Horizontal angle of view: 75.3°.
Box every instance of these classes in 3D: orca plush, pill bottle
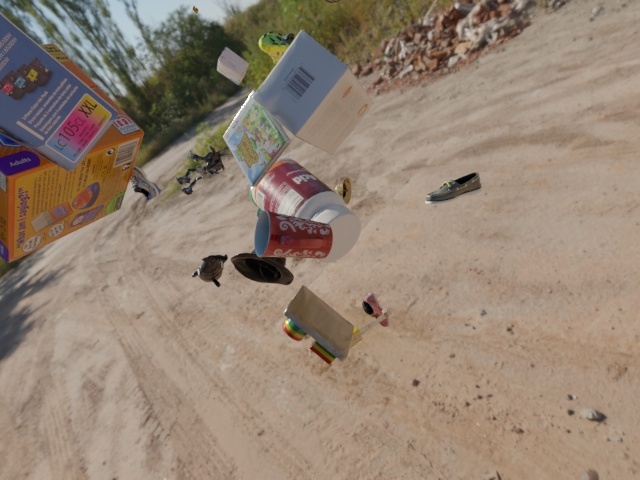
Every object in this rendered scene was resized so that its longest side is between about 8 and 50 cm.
[{"bbox_3d":[-0.391,0.122,1.578,0.151,0.102,0.287,-30,-5,-34],"label":"orca plush"},{"bbox_3d":[-0.052,-0.110,1.444,0.224,0.224,0.392,-41,52,-8],"label":"pill bottle"}]

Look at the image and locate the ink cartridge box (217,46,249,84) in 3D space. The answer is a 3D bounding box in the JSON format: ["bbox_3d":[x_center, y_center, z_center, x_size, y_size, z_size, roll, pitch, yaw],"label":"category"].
[{"bbox_3d":[-0.292,-0.577,1.380,0.052,0.089,0.122,-59,17,-2],"label":"ink cartridge box"}]

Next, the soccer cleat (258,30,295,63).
[{"bbox_3d":[-0.156,-0.719,1.576,0.121,0.093,0.289,-51,0,32],"label":"soccer cleat"}]

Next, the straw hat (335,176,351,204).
[{"bbox_3d":[0.111,-0.262,2.169,0.061,0.144,0.144,5,44,23],"label":"straw hat"}]

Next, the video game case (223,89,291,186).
[{"bbox_3d":[-0.195,-0.301,1.230,0.023,0.212,0.193,-7,-31,-51],"label":"video game case"}]

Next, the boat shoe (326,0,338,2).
[{"bbox_3d":[0.097,-0.506,0.728,0.103,0.092,0.285,-19,0,-43],"label":"boat shoe"}]

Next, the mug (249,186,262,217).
[{"bbox_3d":[-0.231,-0.187,1.757,0.130,0.157,0.097,-20,-2,-6],"label":"mug"}]

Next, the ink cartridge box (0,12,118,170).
[{"bbox_3d":[-0.595,-0.308,0.690,0.270,0.395,0.151,21,73,36],"label":"ink cartridge box"}]

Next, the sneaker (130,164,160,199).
[{"bbox_3d":[-0.574,-0.183,1.313,0.052,0.135,0.058,-23,29,43],"label":"sneaker"}]

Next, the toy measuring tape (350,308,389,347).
[{"bbox_3d":[0.122,0.361,1.695,0.330,0.121,0.121,-33,25,-16],"label":"toy measuring tape"}]

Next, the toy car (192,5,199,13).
[{"bbox_3d":[-0.506,-1.045,1.817,0.122,0.040,0.060,-44,-6,33],"label":"toy car"}]

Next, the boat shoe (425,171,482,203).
[{"bbox_3d":[0.611,-0.239,1.917,0.305,0.091,0.109,-18,19,-18],"label":"boat shoe"}]

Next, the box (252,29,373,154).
[{"bbox_3d":[-0.004,-0.402,1.196,0.215,0.168,0.345,-49,-11,14],"label":"box"}]

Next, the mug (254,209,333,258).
[{"bbox_3d":[-0.059,0.004,1.004,0.113,0.170,0.150,-66,31,30],"label":"mug"}]

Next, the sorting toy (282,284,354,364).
[{"bbox_3d":[-0.017,0.307,1.479,0.089,0.255,0.257,-51,0,16],"label":"sorting toy"}]

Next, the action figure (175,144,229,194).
[{"bbox_3d":[-0.555,-0.346,1.931,0.141,0.164,0.275,28,64,27],"label":"action figure"}]

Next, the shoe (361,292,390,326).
[{"bbox_3d":[0.248,0.328,1.873,0.064,0.177,0.081,-26,6,36],"label":"shoe"}]

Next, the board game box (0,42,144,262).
[{"bbox_3d":[-0.769,-0.237,1.103,0.356,0.356,0.356,-47,-2,42],"label":"board game box"}]

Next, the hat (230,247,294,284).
[{"bbox_3d":[-0.274,0.099,2.065,0.332,0.331,0.133,-11,51,41],"label":"hat"}]
